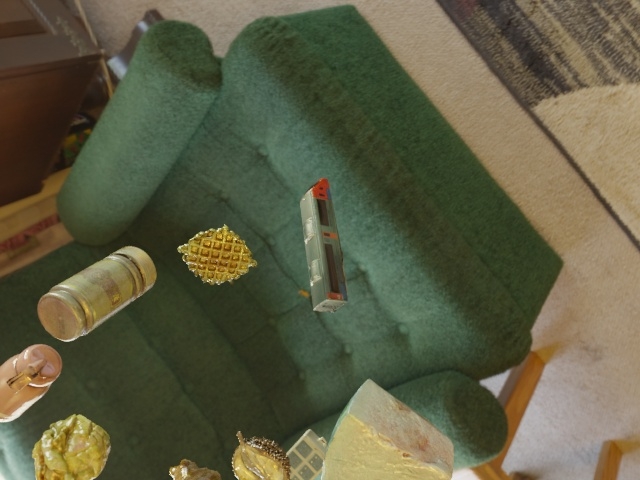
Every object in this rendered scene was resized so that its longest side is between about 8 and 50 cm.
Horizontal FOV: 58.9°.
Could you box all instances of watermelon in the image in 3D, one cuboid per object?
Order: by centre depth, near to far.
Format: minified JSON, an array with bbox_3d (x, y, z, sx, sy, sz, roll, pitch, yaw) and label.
[{"bbox_3d":[0.164,0.451,1.205,0.258,0.387,0.228,20,80,38],"label":"watermelon"}]

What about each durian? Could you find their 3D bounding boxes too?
[{"bbox_3d":[-0.148,0.553,1.446,0.148,0.091,0.188,-35,99,26],"label":"durian"}]

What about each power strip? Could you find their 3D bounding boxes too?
[{"bbox_3d":[-0.099,0.696,1.646,0.106,0.043,0.367,42,112,11],"label":"power strip"}]

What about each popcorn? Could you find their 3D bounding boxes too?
[{"bbox_3d":[-0.771,0.657,1.740,0.259,0.259,0.212,-24,94,41],"label":"popcorn"}]

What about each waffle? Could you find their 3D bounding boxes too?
[{"bbox_3d":[-0.330,0.053,1.836,0.208,0.054,0.214,-28,122,6],"label":"waffle"}]

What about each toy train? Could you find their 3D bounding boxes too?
[{"bbox_3d":[0.000,0.000,1.620,0.086,0.089,0.409,-42,48,46],"label":"toy train"}]

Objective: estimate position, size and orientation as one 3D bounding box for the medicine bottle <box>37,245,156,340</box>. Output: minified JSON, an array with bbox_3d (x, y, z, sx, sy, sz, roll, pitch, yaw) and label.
[{"bbox_3d":[-0.617,0.143,1.590,0.151,0.322,0.151,8,113,18],"label":"medicine bottle"}]

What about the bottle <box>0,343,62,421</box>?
[{"bbox_3d":[-1.004,0.478,1.894,0.297,0.206,0.173,-36,96,22],"label":"bottle"}]

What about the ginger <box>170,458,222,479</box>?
[{"bbox_3d":[-0.241,0.515,1.050,0.166,0.333,0.080,-5,104,-3],"label":"ginger"}]
